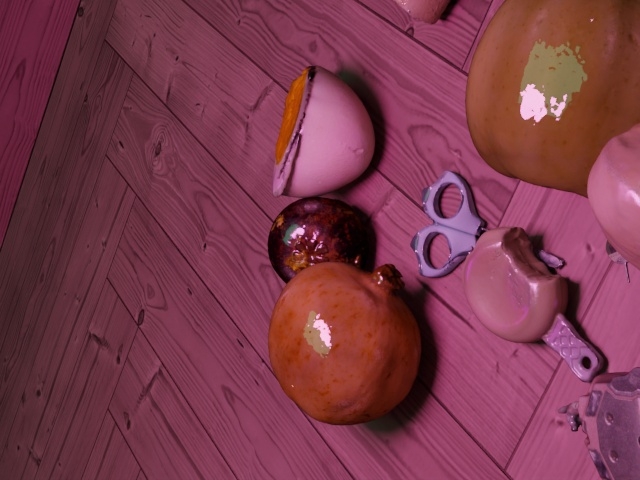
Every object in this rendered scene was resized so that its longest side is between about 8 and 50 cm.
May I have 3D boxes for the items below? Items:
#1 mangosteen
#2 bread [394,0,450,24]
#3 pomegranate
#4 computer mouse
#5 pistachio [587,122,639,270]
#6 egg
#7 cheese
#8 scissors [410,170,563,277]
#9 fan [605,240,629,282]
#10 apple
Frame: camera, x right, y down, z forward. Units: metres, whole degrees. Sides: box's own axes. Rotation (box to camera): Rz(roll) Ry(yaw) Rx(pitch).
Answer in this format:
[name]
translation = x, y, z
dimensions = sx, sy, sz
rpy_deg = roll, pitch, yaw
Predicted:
[mangosteen]
translation = 0.000, 0.000, 2.290
dimensions = 0.217, 0.192, 0.192
rpy_deg = -64, -1, -69
[bread]
translation = 0.184, -0.485, 2.153
dimensions = 0.141, 0.134, 0.148
rpy_deg = -60, 27, 27
[pomegranate]
translation = 0.036, 0.184, 2.105
dimensions = 0.307, 0.307, 0.307
rpy_deg = -17, 69, 52
[computer mouse]
translation = 0.458, 0.264, 1.622
dimensions = 0.389, 0.114, 0.200
rpy_deg = 179, 89, -67
[pistachio]
translation = 0.495, -0.039, 1.556
dimensions = 0.331, 0.207, 0.226
rpy_deg = 24, 114, 36
[egg]
translation = 0.008, -0.195, 2.320
dimensions = 0.286, 0.174, 0.264
rpy_deg = -131, 57, -76
[cheese]
translation = 0.334, 0.105, 1.854
dimensions = 0.286, 0.082, 0.163
rpy_deg = 46, 128, 35
[scissors]
translation = 0.274, -0.002, 2.006
dimensions = 0.360, 0.029, 0.191
rpy_deg = 22, 99, 55
[fan]
translation = 0.445, 0.018, 1.782
dimensions = 0.060, 0.003, 0.080
rpy_deg = 18, 97, 55
[apple]
translation = 0.390, -0.257, 1.850
dimensions = 0.320, 0.311, 0.360
rpy_deg = 15, 98, 10
